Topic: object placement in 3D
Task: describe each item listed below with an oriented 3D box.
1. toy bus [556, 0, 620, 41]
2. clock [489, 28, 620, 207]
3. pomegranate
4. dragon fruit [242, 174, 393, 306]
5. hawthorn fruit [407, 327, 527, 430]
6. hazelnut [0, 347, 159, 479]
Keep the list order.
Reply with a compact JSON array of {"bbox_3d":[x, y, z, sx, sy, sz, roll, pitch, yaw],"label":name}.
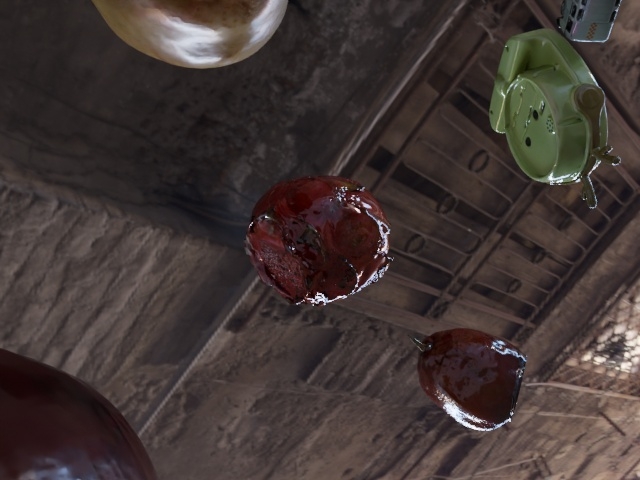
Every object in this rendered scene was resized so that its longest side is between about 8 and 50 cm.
[{"bbox_3d":[0.460,-0.424,1.153,0.087,0.193,0.089,4,-134,2],"label":"toy bus"},{"bbox_3d":[0.414,-0.205,1.237,0.096,0.235,0.307,-15,-125,-11],"label":"clock"},{"bbox_3d":[-0.202,-0.485,1.156,0.412,0.412,0.411,-11,-109,35],"label":"pomegranate"},{"bbox_3d":[0.000,0.000,1.476,0.296,0.302,0.295,15,-71,54],"label":"dragon fruit"},{"bbox_3d":[0.272,0.250,1.322,0.189,0.252,0.189,-61,-170,18],"label":"hawthorn fruit"},{"bbox_3d":[-0.310,0.301,0.560,0.429,0.402,0.402,-55,-131,39],"label":"hazelnut"}]
